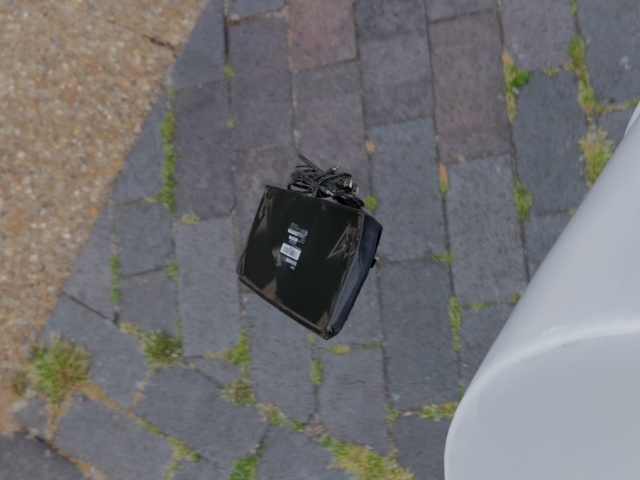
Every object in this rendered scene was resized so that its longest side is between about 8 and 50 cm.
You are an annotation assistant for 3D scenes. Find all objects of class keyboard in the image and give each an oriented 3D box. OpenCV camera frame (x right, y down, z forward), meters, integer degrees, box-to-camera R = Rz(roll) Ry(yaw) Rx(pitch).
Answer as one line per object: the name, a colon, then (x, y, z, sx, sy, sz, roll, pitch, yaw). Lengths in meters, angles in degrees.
keyboard: (0.000, 0.000, 0.553, 0.038, 0.192, 0.100, 20, 92, -23)

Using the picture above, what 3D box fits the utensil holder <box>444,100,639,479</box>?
utensil holder: (0.293, 0.061, 0.532, 0.327, 0.328, 0.385, 27, 44, 20)
